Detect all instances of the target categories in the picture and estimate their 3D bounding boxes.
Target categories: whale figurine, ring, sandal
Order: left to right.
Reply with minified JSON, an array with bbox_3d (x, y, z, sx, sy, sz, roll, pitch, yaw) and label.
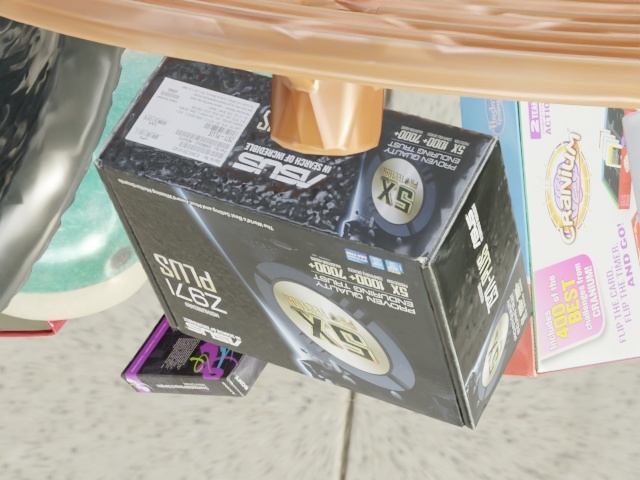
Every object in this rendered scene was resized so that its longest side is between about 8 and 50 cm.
[{"bbox_3d":[-0.228,-0.009,0.690,0.107,0.446,0.167,21,63,-36],"label":"sandal"},{"bbox_3d":[-0.144,-0.072,1.208,0.216,0.141,0.272,35,58,29],"label":"whale figurine"},{"bbox_3d":[0.059,-0.071,0.463,0.337,0.336,0.032,3,109,1],"label":"ring"}]

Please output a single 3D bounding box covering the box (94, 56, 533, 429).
[{"bbox_3d":[0.000,0.000,0.894,0.180,0.147,0.077,17,60,24],"label":"box"}]

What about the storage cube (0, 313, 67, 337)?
[{"bbox_3d":[-0.292,-0.040,1.697,0.183,0.215,0.193,54,53,-27],"label":"storage cube"}]

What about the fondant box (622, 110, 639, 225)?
[{"bbox_3d":[0.332,0.018,0.896,0.330,0.096,0.238,-15,72,24],"label":"fondant box"}]

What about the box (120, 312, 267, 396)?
[{"bbox_3d":[-0.091,0.082,1.583,0.029,0.162,0.116,48,61,-26],"label":"box"}]

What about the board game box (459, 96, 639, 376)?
[{"bbox_3d":[0.256,-0.021,1.560,0.316,0.064,0.242,-4,91,-41],"label":"board game box"}]
